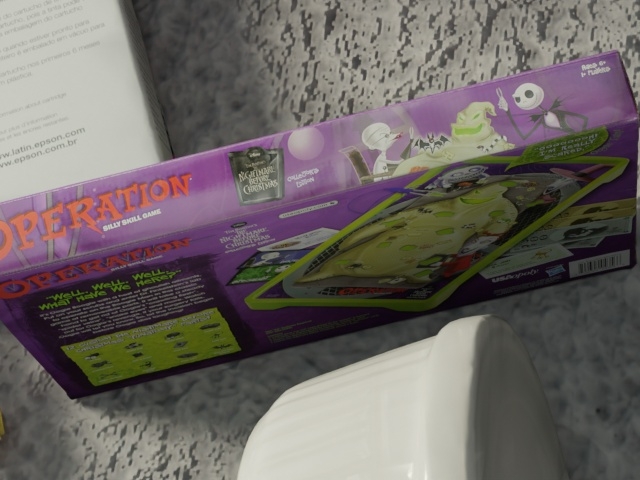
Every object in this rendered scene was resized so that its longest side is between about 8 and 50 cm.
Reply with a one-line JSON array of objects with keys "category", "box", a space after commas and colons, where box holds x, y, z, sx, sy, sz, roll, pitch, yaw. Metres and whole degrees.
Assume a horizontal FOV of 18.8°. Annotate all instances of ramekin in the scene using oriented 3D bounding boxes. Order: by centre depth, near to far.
[{"category": "ramekin", "box": [0.050, 0.181, 0.968, 0.127, 0.273, 0.273, -11, 71, 16]}]

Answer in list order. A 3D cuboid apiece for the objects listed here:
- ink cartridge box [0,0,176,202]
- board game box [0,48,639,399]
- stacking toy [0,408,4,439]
[{"category": "ink cartridge box", "box": [-0.277, -0.121, 1.204, 0.324, 0.071, 0.330, -17, 68, 3]}, {"category": "board game box", "box": [0.000, 0.000, 1.054, 0.347, 0.208, 0.056, -13, 71, 3]}, {"category": "stacking toy", "box": [-0.304, 0.053, 1.102, 0.221, 0.052, 0.167, -8, 111, 0]}]
